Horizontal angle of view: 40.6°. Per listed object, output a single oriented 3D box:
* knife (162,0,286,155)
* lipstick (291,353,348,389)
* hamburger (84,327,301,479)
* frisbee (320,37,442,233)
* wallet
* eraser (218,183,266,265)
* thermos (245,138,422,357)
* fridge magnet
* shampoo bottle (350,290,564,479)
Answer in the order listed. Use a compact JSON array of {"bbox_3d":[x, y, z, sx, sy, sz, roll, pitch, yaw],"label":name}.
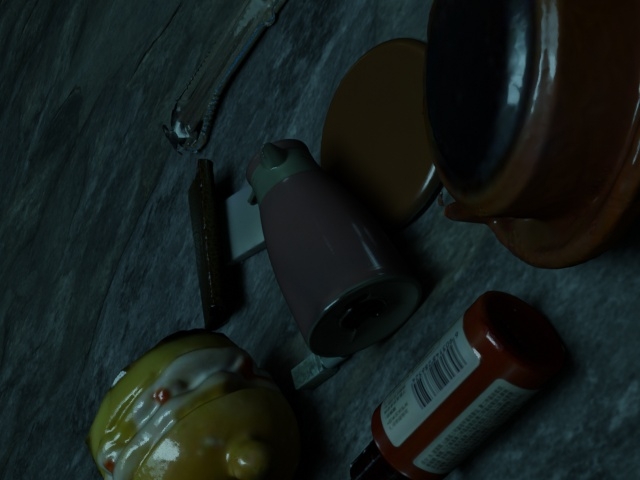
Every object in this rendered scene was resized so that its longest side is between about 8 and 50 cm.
[{"bbox_3d":[-0.145,-0.286,1.383,0.089,0.043,0.365,44,121,8],"label":"knife"},{"bbox_3d":[0.011,0.153,1.109,0.129,0.030,0.030,-41,53,40],"label":"lipstick"},{"bbox_3d":[-0.143,0.282,1.117,0.237,0.276,0.276,40,115,36],"label":"hamburger"},{"bbox_3d":[0.077,-0.131,1.085,0.251,0.021,0.250,-14,72,51],"label":"frisbee"},{"bbox_3d":[-0.174,0.008,1.346,0.133,0.039,0.243,122,143,-63],"label":"wallet"},{"bbox_3d":[-0.101,-0.032,1.293,0.150,0.023,0.103,-29,62,47],"label":"eraser"},{"bbox_3d":[0.000,0.000,1.056,0.146,0.176,0.265,-29,56,-1],"label":"thermos"},{"bbox_3d":[0.196,-0.155,0.770,0.363,0.155,0.363,-179,90,-77],"label":"fridge magnet"},{"bbox_3d":[0.124,0.178,0.899,0.278,0.104,0.104,-53,46,32],"label":"shampoo bottle"}]
